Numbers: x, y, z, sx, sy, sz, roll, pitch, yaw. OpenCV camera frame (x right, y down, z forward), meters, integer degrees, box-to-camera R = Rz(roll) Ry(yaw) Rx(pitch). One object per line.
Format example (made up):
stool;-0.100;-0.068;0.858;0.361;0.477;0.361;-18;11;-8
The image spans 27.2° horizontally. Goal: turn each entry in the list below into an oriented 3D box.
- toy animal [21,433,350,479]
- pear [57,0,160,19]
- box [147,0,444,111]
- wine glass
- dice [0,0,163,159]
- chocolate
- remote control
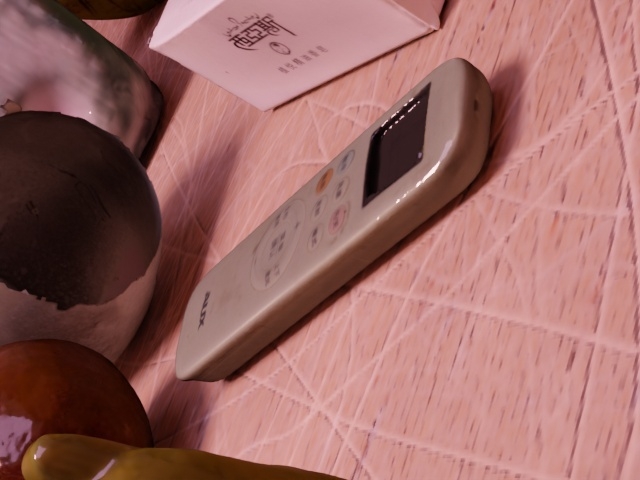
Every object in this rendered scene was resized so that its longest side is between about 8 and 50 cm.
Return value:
toy animal;-0.069;0.242;0.445;0.181;0.180;0.363;77;-146;-62
pear;-0.300;-0.425;1.732;0.283;0.284;0.283;-49;24;31
box;0.003;-0.229;0.965;0.274;0.116;0.203;-15;51;63
wine glass;-0.268;0.034;1.128;0.323;0.238;0.238;-42;28;49
dice;-0.398;-0.137;1.432;0.330;0.348;0.328;-56;25;1
chocolate;-0.191;0.149;0.899;0.176;0.177;0.176;-49;24;31
remote control;-0.001;0.000;0.798;0.309;0.038;0.090;-39;30;45
